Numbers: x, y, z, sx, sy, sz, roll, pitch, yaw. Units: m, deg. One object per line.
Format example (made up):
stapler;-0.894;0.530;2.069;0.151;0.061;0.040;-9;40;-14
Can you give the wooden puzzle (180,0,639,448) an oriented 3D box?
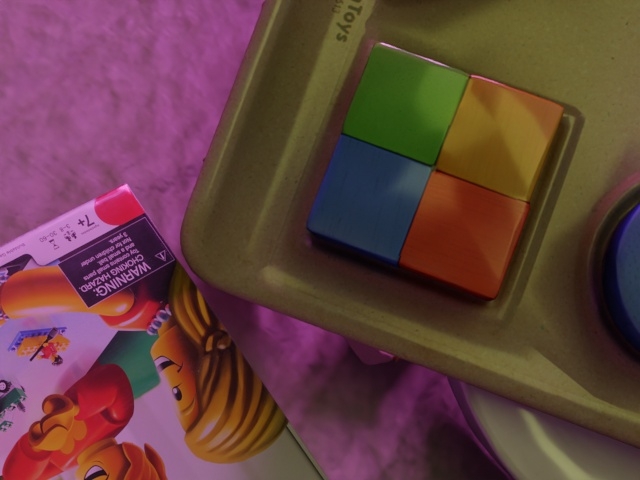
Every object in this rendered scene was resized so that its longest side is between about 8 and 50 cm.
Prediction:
wooden puzzle;0.143;-0.076;0.606;0.348;0.080;0.322;20;87;2

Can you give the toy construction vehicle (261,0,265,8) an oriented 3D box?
toy construction vehicle;0.023;-0.130;0.789;0.098;0.035;0.086;46;61;2

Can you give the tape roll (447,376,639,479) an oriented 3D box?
tape roll;0.204;0.033;0.689;0.286;0.100;0.286;0;87;0

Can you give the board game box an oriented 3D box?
board game box;-0.155;0.122;0.548;0.305;0.053;0.193;-32;84;-36

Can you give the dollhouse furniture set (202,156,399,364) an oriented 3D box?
dollhouse furniture set;0.000;0.000;0.735;0.151;0.058;0.076;53;52;-16
